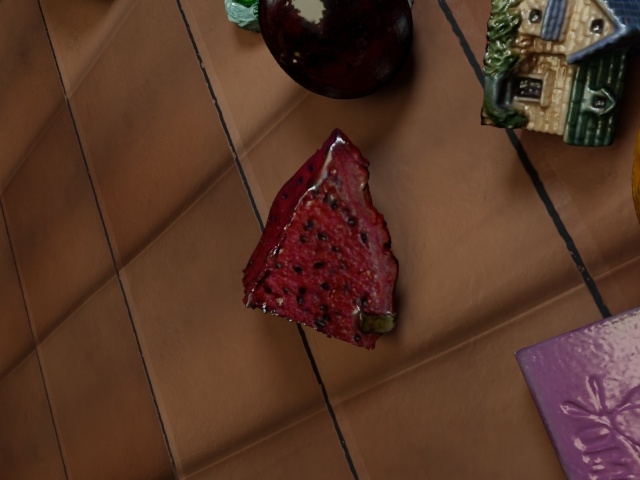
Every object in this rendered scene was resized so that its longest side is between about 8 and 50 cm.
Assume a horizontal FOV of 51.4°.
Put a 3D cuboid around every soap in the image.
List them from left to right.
[{"bbox_3d":[0.360,0.220,0.769,0.181,0.081,0.260,-30,71,39],"label":"soap"}]

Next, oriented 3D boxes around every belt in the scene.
[{"bbox_3d":[-0.114,-0.443,1.187,0.151,0.079,0.121,-31,71,39],"label":"belt"}]

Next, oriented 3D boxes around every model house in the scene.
[{"bbox_3d":[0.299,-0.207,0.769,0.172,0.166,0.183,22,117,36],"label":"model house"}]

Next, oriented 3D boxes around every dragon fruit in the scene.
[{"bbox_3d":[0.000,0.000,0.992,0.302,0.240,0.330,26,117,19],"label":"dragon fruit"}]

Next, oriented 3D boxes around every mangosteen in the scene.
[{"bbox_3d":[0.043,-0.342,0.974,0.235,0.235,0.261,35,80,36],"label":"mangosteen"}]

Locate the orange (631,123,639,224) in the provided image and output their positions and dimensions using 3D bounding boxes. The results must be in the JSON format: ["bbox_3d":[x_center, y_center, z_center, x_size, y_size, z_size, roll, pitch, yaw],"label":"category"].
[{"bbox_3d":[0.427,-0.066,0.562,0.312,0.312,0.312,1,92,42],"label":"orange"}]
